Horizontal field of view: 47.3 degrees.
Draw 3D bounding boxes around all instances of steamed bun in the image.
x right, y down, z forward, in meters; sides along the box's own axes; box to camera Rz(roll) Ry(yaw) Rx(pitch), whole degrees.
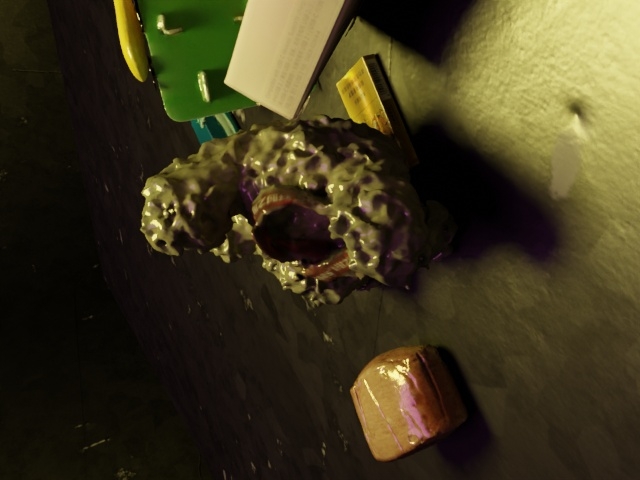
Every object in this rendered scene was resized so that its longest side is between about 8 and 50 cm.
[{"bbox_3d":[0.125,0.226,1.040,0.175,0.106,0.145,-42,63,49],"label":"steamed bun"}]

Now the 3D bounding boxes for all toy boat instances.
[{"bbox_3d":[-0.175,-0.155,1.423,0.299,0.062,0.096,62,153,20],"label":"toy boat"}]

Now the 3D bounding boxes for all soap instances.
[{"bbox_3d":[-0.284,-0.315,1.089,0.089,0.033,0.168,97,158,-67],"label":"soap"}]

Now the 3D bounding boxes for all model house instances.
[{"bbox_3d":[-0.170,-0.367,1.156,0.313,0.242,0.358,-135,30,-72],"label":"model house"}]

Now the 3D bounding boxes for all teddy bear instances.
[{"bbox_3d":[0.000,0.000,0.952,0.357,0.224,0.367,5,151,19],"label":"teddy bear"}]

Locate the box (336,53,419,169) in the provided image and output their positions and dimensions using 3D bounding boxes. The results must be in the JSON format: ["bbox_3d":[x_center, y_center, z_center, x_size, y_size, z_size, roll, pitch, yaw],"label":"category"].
[{"bbox_3d":[0.074,-0.156,0.961,0.089,0.022,0.156,-29,81,66],"label":"box"}]

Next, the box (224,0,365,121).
[{"bbox_3d":[0.003,-0.285,0.790,0.106,0.203,0.252,30,148,-3],"label":"box"}]
